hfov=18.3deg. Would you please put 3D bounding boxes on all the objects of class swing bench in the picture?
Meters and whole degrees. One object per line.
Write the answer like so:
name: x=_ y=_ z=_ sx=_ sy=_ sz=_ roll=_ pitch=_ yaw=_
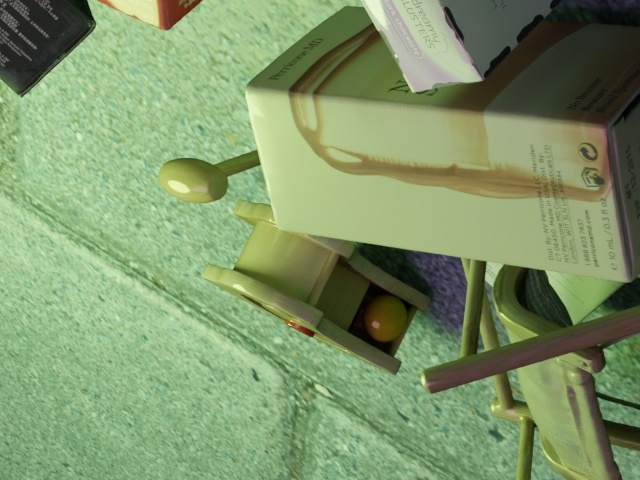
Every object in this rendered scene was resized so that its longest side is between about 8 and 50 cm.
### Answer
swing bench: x=0.229 y=0.112 z=1.506 sx=0.254 sy=0.165 sz=0.253 roll=-3 pitch=139 yaw=15

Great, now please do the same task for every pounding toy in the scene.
pounding toy: x=0.000 y=0.000 z=1.698 sx=0.269 sy=0.155 sz=0.154 roll=31 pitch=173 yaw=-40

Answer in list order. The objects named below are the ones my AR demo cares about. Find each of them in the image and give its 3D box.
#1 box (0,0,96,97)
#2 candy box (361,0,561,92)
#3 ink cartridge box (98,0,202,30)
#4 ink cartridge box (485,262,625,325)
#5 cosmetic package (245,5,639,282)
box: x=-0.359 y=-0.319 z=1.535 sx=0.395 sy=0.097 sz=0.318 roll=42 pitch=-168 yaw=-29
candy box: x=0.098 y=-0.220 z=1.303 sx=0.070 sy=0.196 sz=0.165 roll=-5 pitch=122 yaw=49
ink cartridge box: x=-0.102 y=-0.321 z=1.408 sx=0.114 sy=0.197 sz=0.273 roll=26 pitch=143 yaw=25
ink cartridge box: x=0.170 y=-0.042 z=1.551 sx=0.206 sy=0.045 sz=0.208 roll=43 pitch=141 yaw=1
cosmetic package: x=0.114 y=-0.076 z=1.422 sx=0.296 sy=0.153 sz=0.129 roll=7 pitch=125 yaw=33
